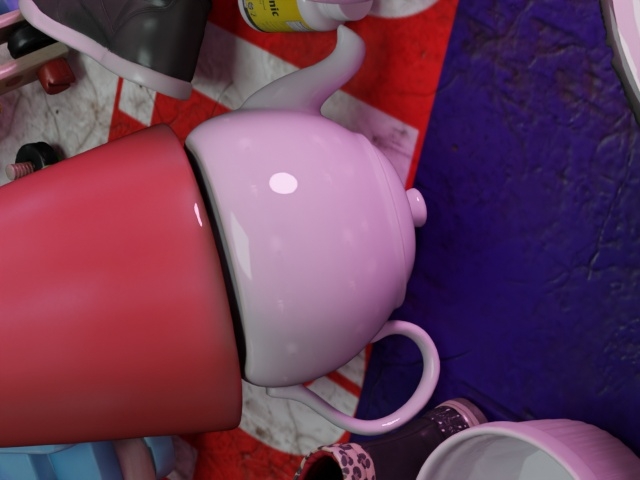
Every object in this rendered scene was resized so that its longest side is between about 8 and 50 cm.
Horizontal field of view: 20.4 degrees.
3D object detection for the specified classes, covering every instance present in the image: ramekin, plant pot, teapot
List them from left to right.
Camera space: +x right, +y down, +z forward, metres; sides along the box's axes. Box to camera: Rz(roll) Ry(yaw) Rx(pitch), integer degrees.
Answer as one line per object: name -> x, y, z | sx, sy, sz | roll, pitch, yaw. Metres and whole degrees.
plant pot -> -0.217, 0.057, 1.521 | 0.275, 0.243, 0.275 | 167, 90, -78
teapot -> 0.000, 0.000, 1.492 | 0.256, 0.187, 0.252 | 91, 162, -48
ramekin -> 0.178, 0.237, 1.393 | 0.207, 0.109, 0.207 | 9, 102, 44

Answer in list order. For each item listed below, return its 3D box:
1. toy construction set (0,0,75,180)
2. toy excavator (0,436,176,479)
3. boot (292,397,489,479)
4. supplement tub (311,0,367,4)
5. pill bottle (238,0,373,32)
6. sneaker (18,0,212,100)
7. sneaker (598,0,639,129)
toy construction set -> -0.413, -0.180, 1.827 | 0.257, 0.237, 0.308 | -5, 94, 46
toy excavator -> -0.208, 0.233, 1.745 | 0.433, 0.222, 0.445 | -5, 106, 48
boot -> 0.036, 0.244, 1.487 | 0.085, 0.179, 0.236 | 40, 122, 34
supplement tub -> 0.016, -0.372, 1.362 | 0.235, 0.235, 0.325 | 46, 126, 30
pill bottle -> -0.011, -0.213, 1.540 | 0.116, 0.065, 0.065 | 5, 100, 44
sneaker -> -0.185, -0.240, 1.701 | 0.296, 0.104, 0.147 | 31, 100, 51
sneaker -> 0.370, -0.068, 1.138 | 0.257, 0.169, 0.447 | -28, 85, 36
